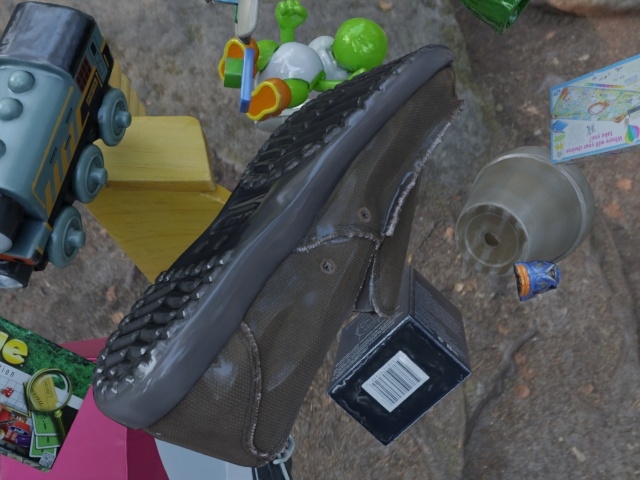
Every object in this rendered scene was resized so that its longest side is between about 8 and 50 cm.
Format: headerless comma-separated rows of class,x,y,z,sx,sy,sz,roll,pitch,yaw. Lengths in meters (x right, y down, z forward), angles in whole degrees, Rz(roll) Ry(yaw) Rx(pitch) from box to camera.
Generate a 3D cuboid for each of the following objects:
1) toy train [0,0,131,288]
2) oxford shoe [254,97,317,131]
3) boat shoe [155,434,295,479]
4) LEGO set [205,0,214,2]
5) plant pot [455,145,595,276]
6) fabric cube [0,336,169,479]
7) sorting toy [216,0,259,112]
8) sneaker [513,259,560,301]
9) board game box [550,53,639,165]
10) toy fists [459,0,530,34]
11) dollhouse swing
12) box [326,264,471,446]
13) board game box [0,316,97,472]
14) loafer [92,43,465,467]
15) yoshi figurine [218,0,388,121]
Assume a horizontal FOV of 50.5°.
toy train,-0.335,-0.115,0.801,0.142,0.190,0.334,11,66,4
oxford shoe,0.017,-0.245,1.470,0.169,0.449,0.130,-14,105,-45
boat shoe,-0.075,0.222,0.671,0.105,0.113,0.306,-25,96,-52
LEGO set,-0.240,-0.543,1.250,0.060,0.182,0.244,-30,50,12
plant pot,0.485,-0.048,1.699,0.323,0.323,0.280,41,39,16
fabric cube,-0.369,0.309,1.183,0.254,0.258,0.259,0,87,19
sorting toy,-0.093,-0.326,0.782,0.047,0.196,0.348,4,103,-9
sneaker,0.439,0.079,1.367,0.087,0.221,0.083,-9,86,16
board game box,0.343,-0.155,0.827,0.026,0.154,0.104,3,86,-22
toy fists,0.208,-0.363,0.840,0.142,0.279,0.096,40,96,7
dollhouse swing,-0.223,-0.122,1.134,0.315,0.347,0.305,1,59,14
box,0.206,0.285,1.778,0.212,0.395,0.293,42,107,-5
board game box,-0.392,0.144,0.755,0.259,0.030,0.136,32,49,-22
loafer,0.000,0.000,0.487,0.130,0.133,0.366,49,63,-22
yoshi figurine,-0.002,-0.354,1.309,0.203,0.204,0.362,20,32,35
